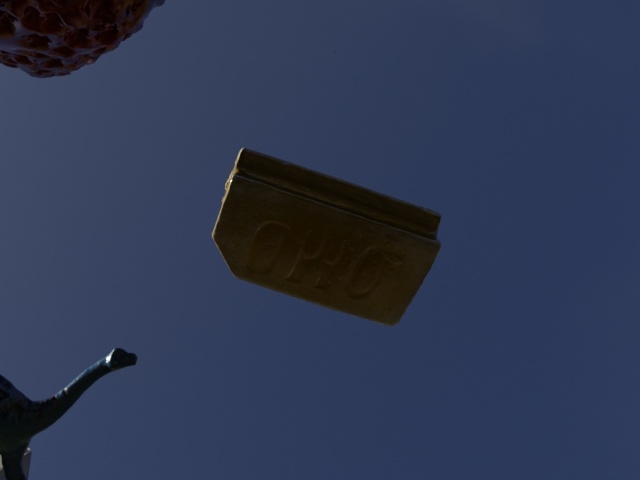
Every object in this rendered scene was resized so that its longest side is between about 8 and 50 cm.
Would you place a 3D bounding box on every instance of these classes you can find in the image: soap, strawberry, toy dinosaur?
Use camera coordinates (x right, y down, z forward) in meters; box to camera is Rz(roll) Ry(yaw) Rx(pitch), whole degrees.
[{"bbox_3d":[0.000,0.000,1.056,0.232,0.073,0.140,18,-52,-8],"label":"soap"},{"bbox_3d":[-0.291,-0.319,1.076,0.295,0.345,0.317,-25,-104,-17],"label":"strawberry"},{"bbox_3d":[-0.335,0.173,0.910,0.329,0.076,0.144,-3,-110,10],"label":"toy dinosaur"}]

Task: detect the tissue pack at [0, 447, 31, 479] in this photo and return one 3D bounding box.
[{"bbox_3d":[-0.424,0.293,1.003,0.160,0.246,0.135,11,-87,7],"label":"tissue pack"}]
